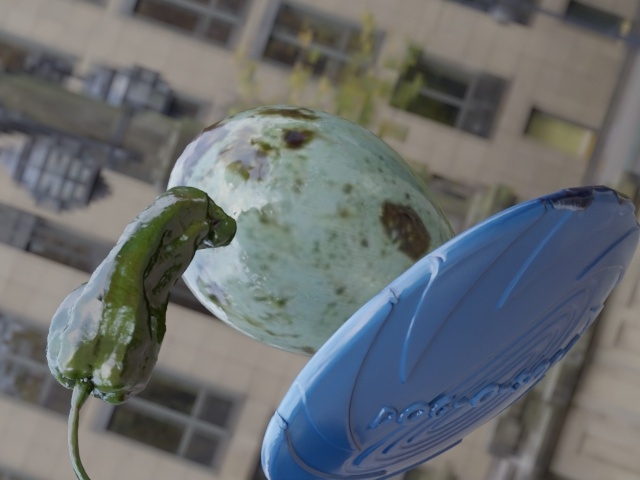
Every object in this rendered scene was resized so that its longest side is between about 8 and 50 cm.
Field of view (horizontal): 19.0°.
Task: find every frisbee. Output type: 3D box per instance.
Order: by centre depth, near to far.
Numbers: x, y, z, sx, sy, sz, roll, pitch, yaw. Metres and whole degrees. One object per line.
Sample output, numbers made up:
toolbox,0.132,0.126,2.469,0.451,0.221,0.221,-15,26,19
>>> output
frisbee,0.077,0.065,1.009,0.242,0.045,0.242,-29,-25,-16

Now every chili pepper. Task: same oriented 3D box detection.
chili pepper,-0.121,0.047,1.156,0.072,0.073,0.204,91,-158,-53

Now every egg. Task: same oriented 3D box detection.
egg,0.000,0.000,1.351,0.169,0.231,0.169,-59,7,12
